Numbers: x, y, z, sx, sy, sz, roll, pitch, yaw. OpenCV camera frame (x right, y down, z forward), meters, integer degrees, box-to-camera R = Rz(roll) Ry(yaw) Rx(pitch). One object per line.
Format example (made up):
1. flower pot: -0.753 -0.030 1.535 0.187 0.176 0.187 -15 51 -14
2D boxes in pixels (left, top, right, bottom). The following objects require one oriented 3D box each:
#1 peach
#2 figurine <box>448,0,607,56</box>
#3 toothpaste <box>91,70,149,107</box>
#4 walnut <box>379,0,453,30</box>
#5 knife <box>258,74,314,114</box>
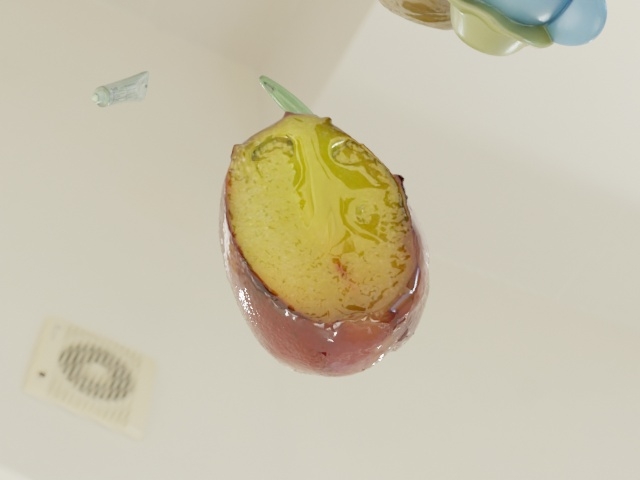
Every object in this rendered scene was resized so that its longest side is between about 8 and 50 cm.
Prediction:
1. peach: 0.000 0.000 1.677 0.281 0.281 0.338 -41 -63 -62
2. figurine: 0.211 -0.287 1.215 0.180 0.262 0.154 27 -136 -15
3. toothpaste: -0.298 -0.223 1.933 0.029 0.048 0.197 13 -165 11
4. walnut: 0.165 -0.397 1.550 0.285 0.296 0.285 41 175 5
5. knife: 0.011 -0.154 2.019 0.293 0.043 0.020 41 172 -6
